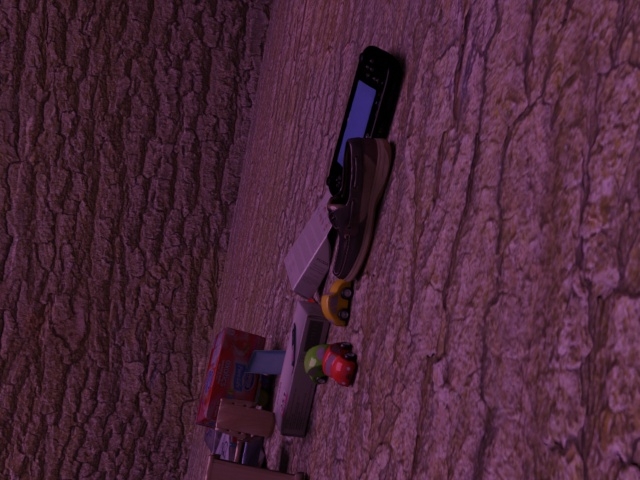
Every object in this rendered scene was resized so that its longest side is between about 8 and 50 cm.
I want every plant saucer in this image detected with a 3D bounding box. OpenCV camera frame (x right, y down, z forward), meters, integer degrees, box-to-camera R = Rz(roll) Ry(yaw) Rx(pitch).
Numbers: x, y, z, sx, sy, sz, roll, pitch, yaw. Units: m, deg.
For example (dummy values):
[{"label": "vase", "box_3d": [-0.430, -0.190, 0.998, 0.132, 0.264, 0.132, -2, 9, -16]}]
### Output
[{"label": "plant saucer", "box_3d": [-0.133, 0.316, 1.949, 0.192, 0.018, 0.067, -11, 50, 54]}]

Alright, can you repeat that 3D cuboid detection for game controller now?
[{"label": "game controller", "box_3d": [0.082, -0.223, 1.511, 0.166, 0.067, 0.319, -111, 33, -66]}]

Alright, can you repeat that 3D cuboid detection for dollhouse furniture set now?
[{"label": "dollhouse furniture set", "box_3d": [-0.116, 0.508, 1.691, 0.303, 0.198, 0.286, 52, -132, -76]}]

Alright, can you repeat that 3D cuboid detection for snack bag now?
[{"label": "snack bag", "box_3d": [-0.286, 0.701, 2.073, 0.342, 0.037, 0.323, -106, 34, -70]}]

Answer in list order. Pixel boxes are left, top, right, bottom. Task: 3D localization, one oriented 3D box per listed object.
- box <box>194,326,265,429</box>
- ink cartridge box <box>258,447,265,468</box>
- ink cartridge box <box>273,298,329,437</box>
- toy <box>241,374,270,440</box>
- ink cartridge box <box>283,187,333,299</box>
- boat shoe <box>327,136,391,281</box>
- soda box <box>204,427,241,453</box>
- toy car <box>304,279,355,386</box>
[{"label": "box", "box_3d": [-0.245, 0.382, 2.058, 0.128, 0.123, 0.256, 137, 147, -60]}, {"label": "ink cartridge box", "box_3d": [-0.170, 0.637, 1.983, 0.179, 0.045, 0.145, -147, 68, -66]}, {"label": "ink cartridge box", "box_3d": [-0.055, 0.271, 1.720, 0.239, 0.060, 0.275, -142, 63, -74]}, {"label": "toy", "box_3d": [-0.175, 0.440, 2.098, 0.137, 0.056, 0.237, -160, 87, -75]}, {"label": "ink cartridge box", "box_3d": [0.000, 0.000, 1.767, 0.232, 0.066, 0.189, -54, 19, 12]}, {"label": "boat shoe", "box_3d": [0.056, -0.061, 1.430, 0.103, 0.092, 0.285, -114, 36, -66]}, {"label": "soda box", "box_3d": [-0.321, 0.635, 2.487, 0.286, 0.091, 0.098, 155, 124, -74]}, {"label": "toy car", "box_3d": [0.009, 0.215, 1.497, 0.225, 0.053, 0.239, 115, 161, -47]}]
